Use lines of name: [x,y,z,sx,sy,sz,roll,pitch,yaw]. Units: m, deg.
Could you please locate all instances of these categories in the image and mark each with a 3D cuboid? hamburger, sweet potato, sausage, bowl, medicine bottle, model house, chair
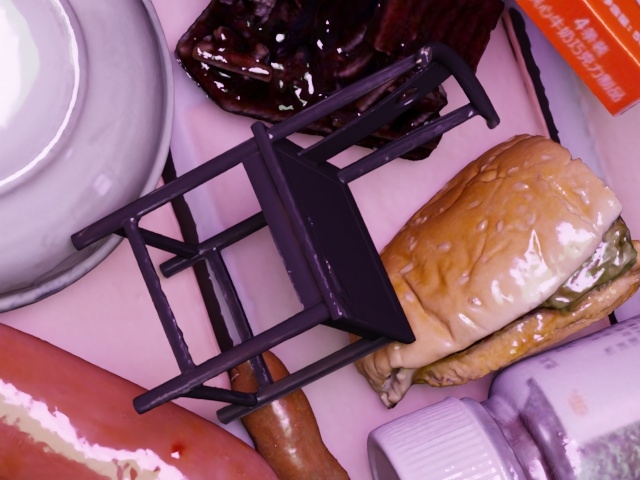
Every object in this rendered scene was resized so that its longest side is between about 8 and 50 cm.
hamburger: [0.106,0.022,1.114,0.207,0.155,0.135,-29,91,-1]
sweet potato: [-0.012,0.156,1.139,0.056,0.056,0.195,-33,101,-8]
sausage: [-0.140,0.148,1.083,0.259,0.113,0.114,28,86,-10]
bowl: [-0.242,-0.099,1.044,0.307,0.163,0.307,1,87,-11]
medicine bottle: [0.183,0.152,1.117,0.273,0.165,0.165,-19,94,-9]
model house: [0.018,-0.148,1.075,0.203,0.164,0.141,7,74,-20]
chair: [0.000,0.000,1.025,0.260,0.154,0.141,-28,72,15]

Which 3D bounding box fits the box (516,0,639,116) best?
box: [0.170,-0.253,1.093,0.273,0.048,0.265,47,43,-8]
